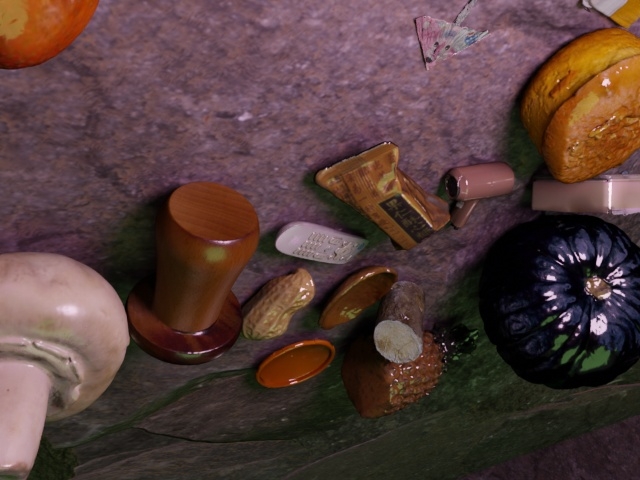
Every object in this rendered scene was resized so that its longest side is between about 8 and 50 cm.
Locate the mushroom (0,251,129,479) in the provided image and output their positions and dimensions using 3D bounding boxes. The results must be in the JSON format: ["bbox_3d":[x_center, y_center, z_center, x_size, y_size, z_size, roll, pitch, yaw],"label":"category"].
[{"bbox_3d":[-0.431,0.195,1.010,0.314,0.336,0.314,-5,138,-5],"label":"mushroom"}]

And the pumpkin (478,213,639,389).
[{"bbox_3d":[0.503,0.119,1.450,0.363,0.363,0.266,-17,170,-10],"label":"pumpkin"}]

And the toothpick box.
[{"bbox_3d":[-0.196,0.061,1.106,0.192,0.192,0.294,-2,135,-29],"label":"toothpick box"}]

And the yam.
[{"bbox_3d":[0.167,0.160,1.475,0.107,0.183,0.107,6,123,10],"label":"yam"}]

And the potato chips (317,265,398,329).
[{"bbox_3d":[0.067,0.112,1.448,0.150,0.049,0.202,-4,140,-36],"label":"potato chips"}]

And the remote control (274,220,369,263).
[{"bbox_3d":[0.000,0.000,1.262,0.073,0.044,0.229,-47,148,23],"label":"remote control"}]

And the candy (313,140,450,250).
[{"bbox_3d":[0.115,-0.076,1.179,0.143,0.101,0.271,-31,140,21],"label":"candy"}]

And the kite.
[{"bbox_3d":[0.188,-0.299,0.990,0.139,0.011,0.157,0,140,-35],"label":"kite"}]

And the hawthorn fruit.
[{"bbox_3d":[-0.254,-0.294,0.655,0.285,0.165,0.165,-55,141,4],"label":"hawthorn fruit"}]

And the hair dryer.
[{"bbox_3d":[0.271,-0.072,1.311,0.117,0.064,0.182,-10,149,-18],"label":"hair dryer"}]

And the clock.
[{"bbox_3d":[0.510,-0.088,1.319,0.147,0.071,0.192,-3,-174,-27],"label":"clock"}]

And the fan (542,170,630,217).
[{"bbox_3d":[0.555,-0.098,1.480,0.193,0.016,0.038,-25,153,5],"label":"fan"}]

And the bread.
[{"bbox_3d":[0.450,-0.219,1.138,0.268,0.146,0.268,-19,147,-13],"label":"bread"}]

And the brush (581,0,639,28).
[{"bbox_3d":[0.364,-0.377,0.977,0.336,0.020,0.085,11,134,-39],"label":"brush"}]

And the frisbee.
[{"bbox_3d":[-0.060,0.273,1.605,0.192,0.035,0.192,-16,147,-11],"label":"frisbee"}]

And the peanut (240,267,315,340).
[{"bbox_3d":[-0.085,0.126,1.340,0.083,0.093,0.194,30,123,-34],"label":"peanut"}]

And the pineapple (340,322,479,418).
[{"bbox_3d":[0.230,0.282,1.662,0.362,0.202,0.202,-9,145,-32],"label":"pineapple"}]
